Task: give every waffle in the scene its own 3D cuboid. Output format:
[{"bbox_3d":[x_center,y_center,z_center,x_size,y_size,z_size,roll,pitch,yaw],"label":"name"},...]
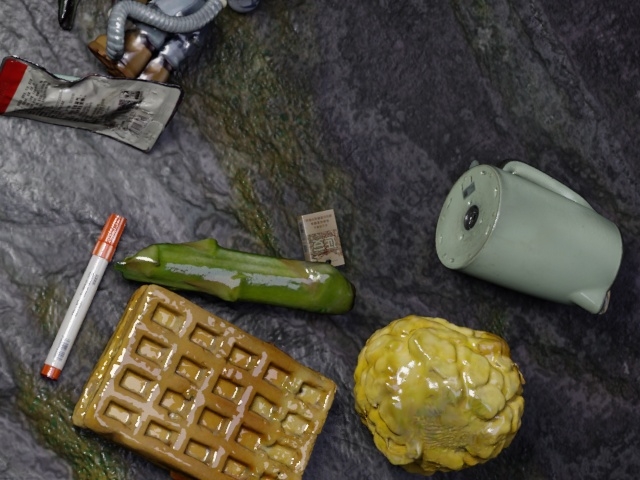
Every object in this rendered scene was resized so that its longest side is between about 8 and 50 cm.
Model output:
[{"bbox_3d":[-0.149,0.221,1.763,0.327,0.098,0.224,30,76,-18],"label":"waffle"}]

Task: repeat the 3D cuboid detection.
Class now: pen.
[{"bbox_3d":[-0.316,0.074,1.736,0.028,0.028,0.239,27,76,-20],"label":"pen"}]

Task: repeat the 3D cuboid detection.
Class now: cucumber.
[{"bbox_3d":[-0.338,-0.353,1.760,0.034,0.033,0.135,13,78,16],"label":"cucumber"}]

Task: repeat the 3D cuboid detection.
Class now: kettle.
[{"bbox_3d":[0.323,-0.022,1.969,0.255,0.165,0.240,18,50,-22],"label":"kettle"}]

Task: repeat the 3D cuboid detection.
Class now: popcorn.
[{"bbox_3d":[0.166,0.225,1.844,0.250,0.190,0.250,3,101,13],"label":"popcorn"}]

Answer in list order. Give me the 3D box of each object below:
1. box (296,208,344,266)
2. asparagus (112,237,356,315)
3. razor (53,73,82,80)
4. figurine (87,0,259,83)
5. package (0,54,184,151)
[{"bbox_3d":[0.000,0.000,1.885,0.053,0.024,0.083,-13,90,-24],"label":"box"},{"bbox_3d":[-0.119,0.048,1.796,0.343,0.082,0.085,9,40,-16],"label":"asparagus"},{"bbox_3d":[-0.376,-0.213,1.721,0.211,0.084,0.036,12,64,-13],"label":"razor"},{"bbox_3d":[-0.162,-0.371,1.756,0.186,0.261,0.382,35,82,21],"label":"figurine"},{"bbox_3d":[-0.310,-0.178,1.693,0.239,0.154,0.030,8,62,-24],"label":"package"}]
